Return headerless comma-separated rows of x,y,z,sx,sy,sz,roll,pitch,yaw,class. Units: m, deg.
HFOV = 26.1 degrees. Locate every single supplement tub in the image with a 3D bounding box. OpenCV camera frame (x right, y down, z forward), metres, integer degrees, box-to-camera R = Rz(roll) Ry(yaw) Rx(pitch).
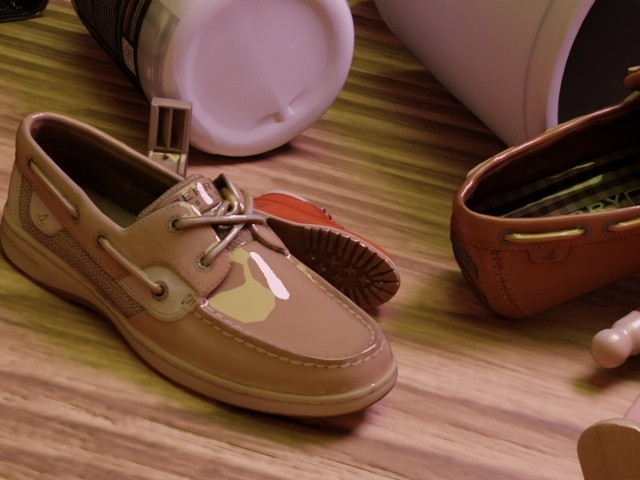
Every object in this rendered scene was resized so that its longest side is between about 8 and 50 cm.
-0.119,-0.227,1.284,0.193,0.194,0.316,-8,34,-28,supplement tub

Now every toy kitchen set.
-0.145,-0.068,1.118,0.068,0.075,0.083,7,26,-2,toy kitchen set

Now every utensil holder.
0.252,-0.225,1.271,0.327,0.328,0.385,-4,30,-23,utensil holder

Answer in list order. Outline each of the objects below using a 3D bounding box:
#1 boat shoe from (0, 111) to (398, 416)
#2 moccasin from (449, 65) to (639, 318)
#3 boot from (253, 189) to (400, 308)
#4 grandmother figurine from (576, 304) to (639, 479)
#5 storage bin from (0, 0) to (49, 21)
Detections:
-0.094,0.012,0.961,0.341,0.110,0.121,25,33,25,boat shoe
0.272,-0.076,1.047,0.380,0.147,0.139,-19,52,-3,moccasin
0.000,0.000,1.067,0.157,0.059,0.084,21,27,21,boot
0.300,0.084,0.968,0.207,0.104,0.342,25,35,15,grandmother figurine
-0.342,-0.317,1.386,0.122,0.180,0.084,-17,38,-38,storage bin
